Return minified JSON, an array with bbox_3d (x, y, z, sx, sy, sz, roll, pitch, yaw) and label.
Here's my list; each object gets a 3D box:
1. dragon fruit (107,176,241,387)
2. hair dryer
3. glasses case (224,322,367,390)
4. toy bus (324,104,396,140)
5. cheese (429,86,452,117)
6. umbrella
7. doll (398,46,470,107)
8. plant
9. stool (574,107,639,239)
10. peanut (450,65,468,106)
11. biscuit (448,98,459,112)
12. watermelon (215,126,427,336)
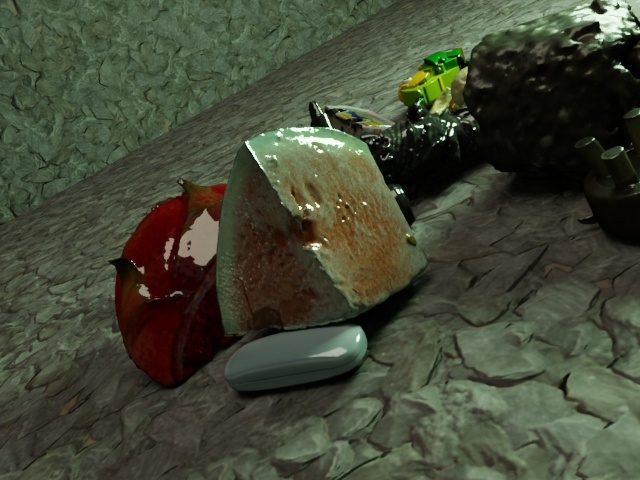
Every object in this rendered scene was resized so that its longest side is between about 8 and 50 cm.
[{"bbox_3d":[-0.172,0.013,0.878,0.282,0.100,0.343,37,66,27],"label":"dragon fruit"},{"bbox_3d":[0.048,-0.114,0.936,0.114,0.247,0.070,-23,-16,5],"label":"hair dryer"},{"bbox_3d":[-0.031,0.135,0.703,0.179,0.045,0.067,-16,23,24],"label":"glasses case"},{"bbox_3d":[0.082,-0.216,1.242,0.112,0.090,0.274,-3,22,-13],"label":"toy bus"},{"bbox_3d":[0.252,-0.283,1.270,0.083,0.030,0.044,-56,-10,-13],"label":"cheese"},{"bbox_3d":[0.230,-0.183,0.992,0.337,0.128,0.154,-19,2,5],"label":"umbrella"},{"bbox_3d":[0.262,-0.354,1.342,0.186,0.106,0.134,-29,29,-8],"label":"doll"},{"bbox_3d":[0.368,-0.201,0.793,0.312,0.213,0.215,-2,30,41],"label":"plant"},{"bbox_3d":[0.378,-0.077,0.650,0.217,0.121,0.125,-16,24,33],"label":"stool"},{"bbox_3d":[0.337,-0.273,1.068,0.215,0.098,0.090,-9,50,7],"label":"peanut"},{"bbox_3d":[0.358,-0.296,1.209,0.226,0.042,0.226,-20,25,10],"label":"biscuit"},{"bbox_3d":[0.000,0.000,0.739,0.213,0.261,0.201,-22,38,-39],"label":"watermelon"}]
